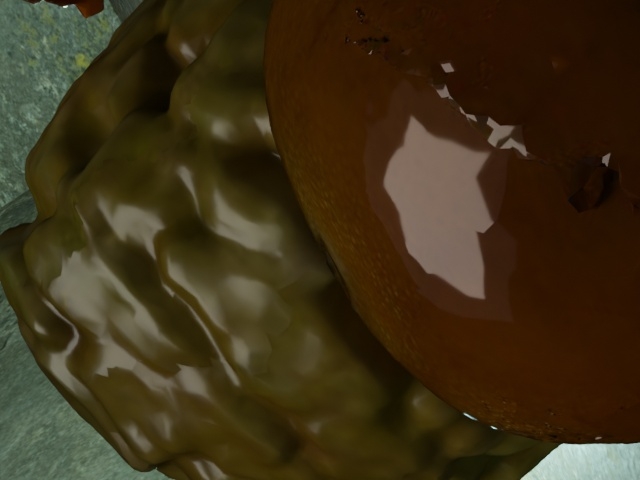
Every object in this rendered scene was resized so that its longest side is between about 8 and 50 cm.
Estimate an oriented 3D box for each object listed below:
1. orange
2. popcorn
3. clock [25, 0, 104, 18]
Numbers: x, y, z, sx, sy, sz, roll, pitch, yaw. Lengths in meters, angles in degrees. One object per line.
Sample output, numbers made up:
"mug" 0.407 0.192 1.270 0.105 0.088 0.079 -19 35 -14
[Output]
"orange" 0.097 -0.049 0.459 0.240 0.240 0.240 55 173 10
"popcorn" 0.003 0.003 0.766 0.344 0.354 0.390 57 176 -2
"clock" -0.103 -0.222 0.684 0.106 0.255 0.220 56 160 14
